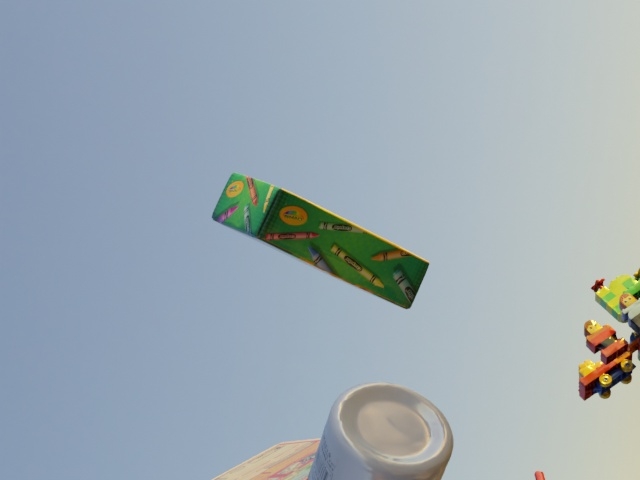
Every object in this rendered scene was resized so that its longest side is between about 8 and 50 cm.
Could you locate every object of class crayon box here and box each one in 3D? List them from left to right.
[{"bbox_3d":[0.000,0.000,1.937,0.278,0.165,0.081,26,-92,-29],"label":"crayon box"}]

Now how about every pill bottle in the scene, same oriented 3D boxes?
[{"bbox_3d":[0.047,0.271,1.401,0.131,0.131,0.229,-56,-14,-52],"label":"pill bottle"}]

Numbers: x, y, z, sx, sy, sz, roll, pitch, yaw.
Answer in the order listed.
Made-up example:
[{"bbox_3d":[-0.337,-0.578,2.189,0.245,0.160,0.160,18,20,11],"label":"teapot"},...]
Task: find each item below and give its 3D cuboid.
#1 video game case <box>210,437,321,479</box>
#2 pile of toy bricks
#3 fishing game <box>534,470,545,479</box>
[{"bbox_3d":[-0.053,0.287,1.601,0.204,0.285,0.025,-24,-88,-32],"label":"video game case"},{"bbox_3d":[0.354,0.077,1.505,0.212,0.105,0.118,-31,-38,-17],"label":"pile of toy bricks"},{"bbox_3d":[0.206,0.345,1.146,0.189,0.041,0.264,-83,-9,-74],"label":"fishing game"}]
